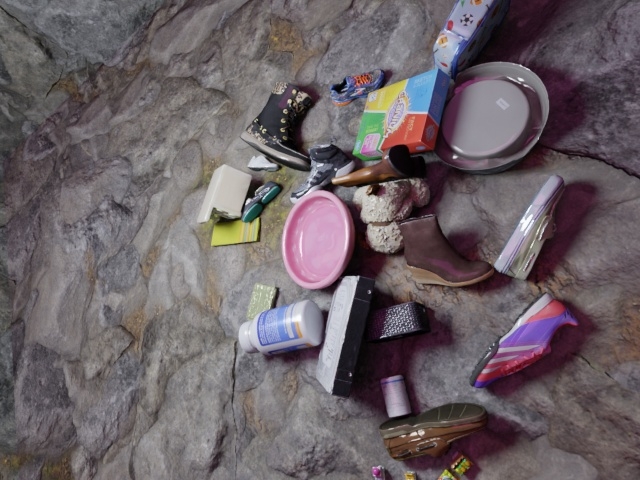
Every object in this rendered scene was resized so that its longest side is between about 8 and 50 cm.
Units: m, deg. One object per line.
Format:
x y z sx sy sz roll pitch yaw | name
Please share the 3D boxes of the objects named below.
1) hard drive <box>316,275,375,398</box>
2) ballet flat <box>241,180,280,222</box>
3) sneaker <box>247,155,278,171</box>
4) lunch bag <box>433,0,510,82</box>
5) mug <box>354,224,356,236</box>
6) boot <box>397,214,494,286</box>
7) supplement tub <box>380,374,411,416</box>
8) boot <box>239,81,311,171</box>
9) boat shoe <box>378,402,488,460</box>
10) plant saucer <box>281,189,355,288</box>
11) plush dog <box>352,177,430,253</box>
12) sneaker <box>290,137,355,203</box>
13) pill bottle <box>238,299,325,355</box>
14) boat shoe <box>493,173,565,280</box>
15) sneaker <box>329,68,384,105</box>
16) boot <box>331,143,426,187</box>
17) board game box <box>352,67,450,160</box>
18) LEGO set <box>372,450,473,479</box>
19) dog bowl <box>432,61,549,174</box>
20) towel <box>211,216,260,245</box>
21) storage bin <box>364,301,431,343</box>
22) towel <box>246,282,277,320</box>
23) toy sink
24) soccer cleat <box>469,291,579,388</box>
0.068 0.277 1.284 0.064 0.237 0.339 14 83 -9 | hard drive
-0.246 -0.158 1.663 0.203 0.074 0.074 -45 60 1 | ballet flat
-0.231 -0.314 1.709 0.152 0.053 0.061 11 79 31 | sneaker
0.477 -0.662 1.313 0.115 0.243 0.303 38 98 19 | lunch bag
0.086 -0.019 1.458 0.064 0.078 0.062 6 112 39 | mug
0.355 0.026 1.218 0.248 0.090 0.207 -7 109 34 | boot
0.220 0.454 1.236 0.071 0.071 0.107 -21 68 23 | supplement tub
-0.127 -0.448 1.645 0.377 0.138 0.284 33 93 38 | boot
0.316 0.526 1.152 0.307 0.110 0.105 -24 82 29 | boat shoe
0.000 0.000 1.434 0.332 0.084 0.332 -11 75 45 | plant saucer
0.211 -0.069 1.336 0.262 0.210 0.226 -7 96 27 | plush dog
-0.021 -0.252 1.510 0.268 0.101 0.153 -31 106 13 | sneaker
-0.135 0.302 1.427 0.272 0.152 0.152 -17 69 24 | pill bottle
0.592 -0.032 1.161 0.094 0.109 0.302 30 101 16 | boat shoe
0.132 -0.572 1.560 0.221 0.087 0.083 -21 68 23 | sneaker
0.160 -0.227 1.337 0.280 0.264 0.096 -6 96 31 | boot
0.256 -0.400 1.385 0.316 0.064 0.242 4 77 55 | board game box
0.271 0.661 1.128 0.287 0.107 0.132 -22 67 22 | LEGO set
0.503 -0.360 1.288 0.348 0.102 0.349 -8 73 27 | dog bowl
-0.344 -0.033 1.714 0.237 0.021 0.102 -6 68 28 | towel
0.224 0.248 1.260 0.180 0.122 0.084 -19 68 23 | storage bin
-0.216 0.234 1.563 0.110 0.027 0.148 6 81 31 | towel
-0.378 -0.160 1.673 0.152 0.131 0.234 -1 70 63 | toy sink
0.521 0.284 1.100 0.116 0.108 0.318 43 96 27 | soccer cleat
